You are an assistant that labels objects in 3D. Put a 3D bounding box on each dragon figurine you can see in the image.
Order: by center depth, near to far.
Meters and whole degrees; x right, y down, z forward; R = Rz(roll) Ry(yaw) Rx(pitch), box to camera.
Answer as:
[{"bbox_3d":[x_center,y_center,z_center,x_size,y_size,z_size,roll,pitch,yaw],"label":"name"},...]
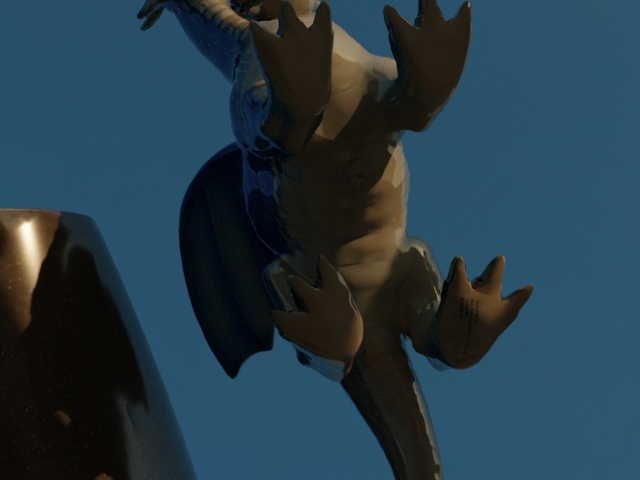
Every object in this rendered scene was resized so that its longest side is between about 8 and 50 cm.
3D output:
[{"bbox_3d":[0.000,0.000,0.440,0.085,0.144,0.289,-11,-92,-18],"label":"dragon figurine"}]

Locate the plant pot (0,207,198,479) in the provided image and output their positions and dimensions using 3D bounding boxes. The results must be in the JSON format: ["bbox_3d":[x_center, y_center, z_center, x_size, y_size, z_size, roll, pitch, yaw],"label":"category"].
[{"bbox_3d":[-0.129,0.109,0.447,0.215,0.215,0.231,-4,-95,-6],"label":"plant pot"}]
